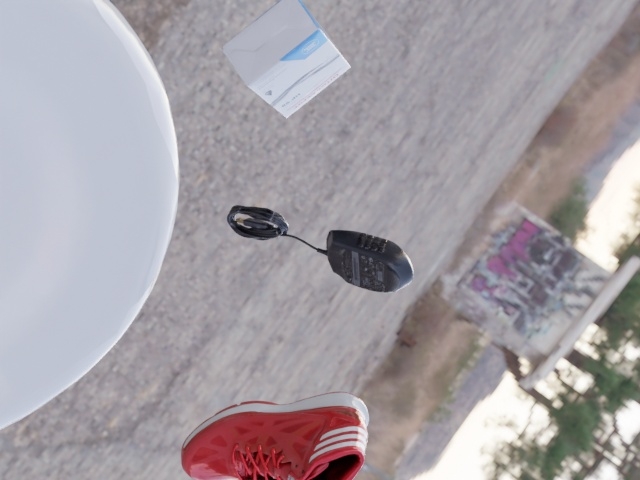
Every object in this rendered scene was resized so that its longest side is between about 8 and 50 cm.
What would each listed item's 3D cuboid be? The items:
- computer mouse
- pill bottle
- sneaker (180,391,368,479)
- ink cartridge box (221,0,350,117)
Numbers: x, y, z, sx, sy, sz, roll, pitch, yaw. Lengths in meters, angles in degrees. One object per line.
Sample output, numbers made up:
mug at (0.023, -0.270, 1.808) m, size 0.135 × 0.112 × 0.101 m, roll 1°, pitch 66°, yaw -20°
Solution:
computer mouse at (0.000, 0.000, 1.220) m, size 0.041 × 0.242 × 0.071 m, roll -57°, pitch 158°, yaw -35°
pill bottle at (-0.226, -0.073, 0.485) m, size 0.204 × 0.361 × 0.204 m, roll -15°, pitch 120°, yaw -27°
sneaker at (-0.055, 0.238, 1.135) m, size 0.221 × 0.087 × 0.128 m, roll -20°, pitch -159°, yaw 8°
ink cartridge box at (-0.031, -0.209, 1.221) m, size 0.104 × 0.060 × 0.180 m, roll -38°, pitch 164°, yaw 8°
